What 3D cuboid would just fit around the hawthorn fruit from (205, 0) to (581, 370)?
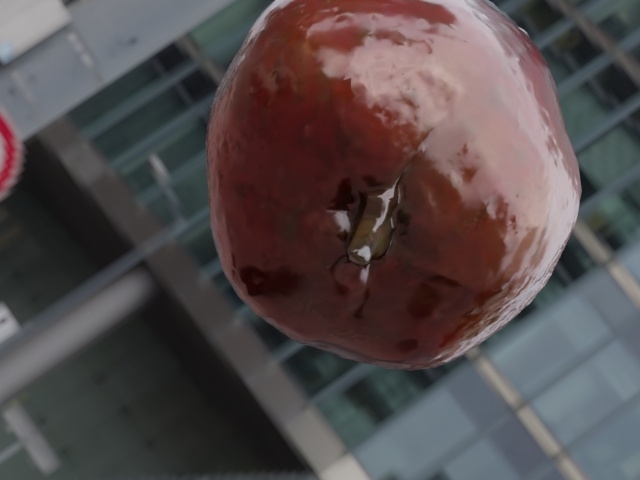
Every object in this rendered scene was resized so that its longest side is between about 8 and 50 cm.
[{"bbox_3d":[0.038,-0.033,1.033,0.215,0.215,0.250,58,11,-14],"label":"hawthorn fruit"}]
